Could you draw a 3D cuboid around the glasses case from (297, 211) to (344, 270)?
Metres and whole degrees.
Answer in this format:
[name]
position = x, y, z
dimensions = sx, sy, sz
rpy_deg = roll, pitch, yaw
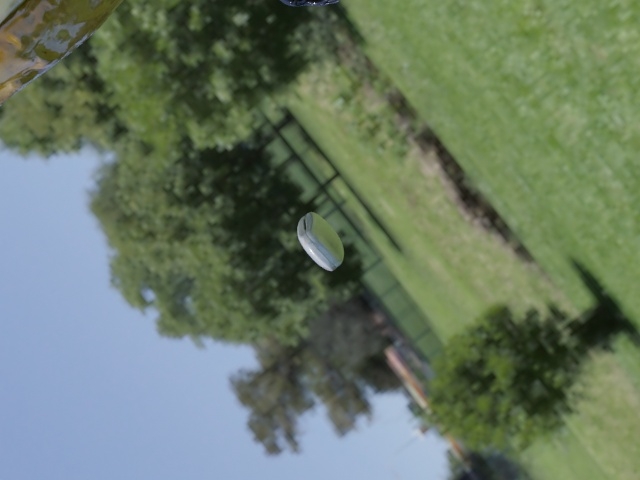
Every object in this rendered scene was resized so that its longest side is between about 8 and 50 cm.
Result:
[glasses case]
position = 0.000, 0.000, 1.849
dimensions = 0.063, 0.041, 0.164
rpy_deg = 46, -173, -10

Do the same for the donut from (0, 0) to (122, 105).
[donut]
position = -0.298, -0.290, 1.248
dimensions = 0.198, 0.449, 0.449
rpy_deg = 40, -169, -32

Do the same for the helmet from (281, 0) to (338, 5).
[helmet]
position = -0.009, -0.267, 1.370
dimensions = 0.084, 0.049, 0.065
rpy_deg = 4, 148, 34
